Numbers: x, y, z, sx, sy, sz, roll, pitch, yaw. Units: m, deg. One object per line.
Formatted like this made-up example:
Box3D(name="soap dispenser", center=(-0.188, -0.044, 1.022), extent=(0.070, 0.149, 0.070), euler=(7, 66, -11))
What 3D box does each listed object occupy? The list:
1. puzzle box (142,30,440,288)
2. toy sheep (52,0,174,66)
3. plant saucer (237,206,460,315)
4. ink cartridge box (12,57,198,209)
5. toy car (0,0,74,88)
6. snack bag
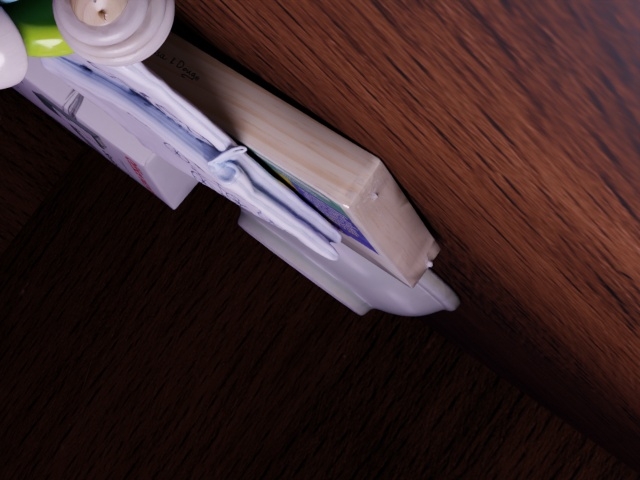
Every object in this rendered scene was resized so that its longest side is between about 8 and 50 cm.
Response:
Box3D(name="puzzle box", center=(-0.084, -0.111, 1.367), extent=(0.409, 0.052, 0.272), euler=(34, 175, 21))
Box3D(name="toy sheep", center=(-0.138, -0.160, 0.992), extent=(0.091, 0.091, 0.132), euler=(36, 178, 11))
Box3D(name="plant saucer", center=(0.000, 0.000, 1.951), extent=(0.400, 0.100, 0.400), euler=(37, 178, 2))
Box3D(name="ink cartridge box", center=(-0.266, -0.186, 1.772), extent=(0.289, 0.121, 0.211), euler=(37, 172, 12))
Box3D(name="toy car", center=(-0.232, -0.211, 1.054), extent=(0.182, 0.159, 0.136), euler=(36, 141, 16))
Box3D(name="snack bag", center=(-0.165, -0.121, 1.295), extent=(0.323, 0.037, 0.342), euler=(32, 175, 40))
